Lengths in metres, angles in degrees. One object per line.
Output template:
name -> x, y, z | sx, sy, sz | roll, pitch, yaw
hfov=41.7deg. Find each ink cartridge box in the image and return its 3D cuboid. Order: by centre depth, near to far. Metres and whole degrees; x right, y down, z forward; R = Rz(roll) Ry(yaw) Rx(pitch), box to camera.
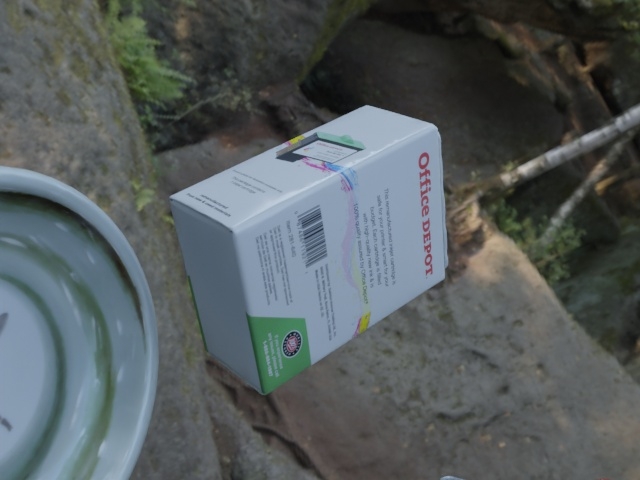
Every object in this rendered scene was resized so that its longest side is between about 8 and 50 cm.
ink cartridge box -> 0.000, 0.000, 0.906 | 0.278, 0.117, 0.202 | -29, 127, -31

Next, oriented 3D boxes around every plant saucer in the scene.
plant saucer -> -0.319, 0.132, 0.760 | 0.400, 0.100, 0.401 | -10, 102, -55

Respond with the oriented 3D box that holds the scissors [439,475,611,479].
scissors -> 0.201, 0.280, 0.870 | 0.297, 0.109, 0.021 | 13, 39, -37
